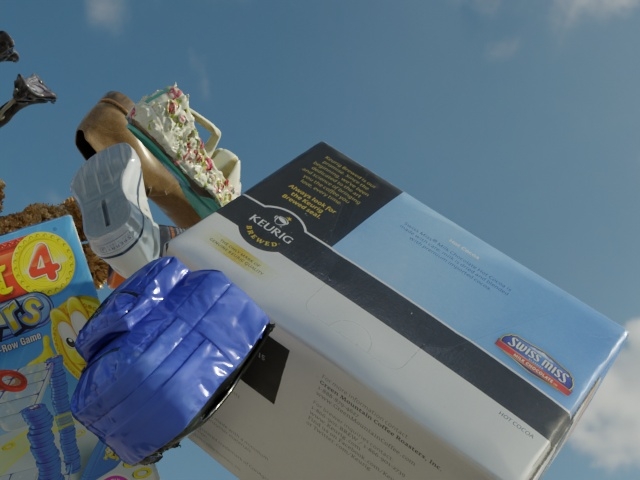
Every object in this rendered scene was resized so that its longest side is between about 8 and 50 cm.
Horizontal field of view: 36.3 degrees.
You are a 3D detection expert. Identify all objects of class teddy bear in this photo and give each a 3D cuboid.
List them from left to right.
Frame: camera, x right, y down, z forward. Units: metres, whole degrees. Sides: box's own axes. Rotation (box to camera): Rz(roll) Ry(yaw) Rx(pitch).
[{"bbox_3d":[-0.497,0.012,1.601,0.338,0.245,0.113,12,-16,-33],"label":"teddy bear"}]

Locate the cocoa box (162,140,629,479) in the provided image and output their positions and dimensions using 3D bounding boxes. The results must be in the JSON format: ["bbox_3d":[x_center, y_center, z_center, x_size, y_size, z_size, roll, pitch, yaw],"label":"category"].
[{"bbox_3d":[0.049,0.117,0.887,0.347,0.228,0.231,34,-45,19],"label":"cocoa box"}]

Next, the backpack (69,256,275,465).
[{"bbox_3d":[-0.109,0.080,0.635,0.101,0.120,0.098,40,-46,-7],"label":"backpack"}]

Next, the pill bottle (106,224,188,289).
[{"bbox_3d":[-0.202,0.046,1.508,0.246,0.130,0.130,9,-33,-20],"label":"pill bottle"}]

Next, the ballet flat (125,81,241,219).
[{"bbox_3d":[-0.134,-0.087,1.113,0.091,0.077,0.241,33,-14,33],"label":"ballet flat"}]

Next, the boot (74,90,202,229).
[{"bbox_3d":[-0.297,-0.097,1.649,0.112,0.115,0.305,-13,-57,45],"label":"boot"}]

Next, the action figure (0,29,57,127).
[{"bbox_3d":[-0.435,-0.109,1.103,0.164,0.276,0.141,47,-15,8],"label":"action figure"}]

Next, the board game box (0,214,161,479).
[{"bbox_3d":[-0.331,0.165,0.887,0.308,0.302,0.086,-22,8,-30],"label":"board game box"}]

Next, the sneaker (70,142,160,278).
[{"bbox_3d":[-0.254,-0.034,1.221,0.094,0.258,0.091,-23,-56,3],"label":"sneaker"}]
